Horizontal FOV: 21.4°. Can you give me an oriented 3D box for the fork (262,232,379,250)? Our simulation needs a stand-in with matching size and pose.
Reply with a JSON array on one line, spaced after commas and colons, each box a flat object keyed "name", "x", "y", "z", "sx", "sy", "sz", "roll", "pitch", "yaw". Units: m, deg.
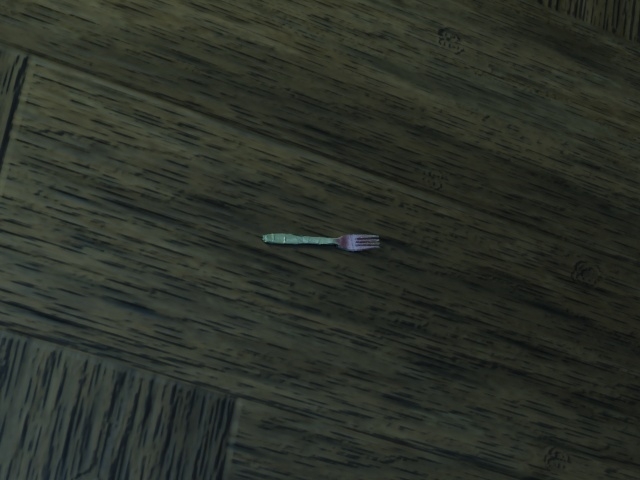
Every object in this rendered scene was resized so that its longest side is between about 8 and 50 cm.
[{"name": "fork", "x": 0.000, "y": 0.000, "z": 1.565, "sx": 0.115, "sy": 0.012, "sz": 0.016, "roll": 1, "pitch": 69, "yaw": -21}]
